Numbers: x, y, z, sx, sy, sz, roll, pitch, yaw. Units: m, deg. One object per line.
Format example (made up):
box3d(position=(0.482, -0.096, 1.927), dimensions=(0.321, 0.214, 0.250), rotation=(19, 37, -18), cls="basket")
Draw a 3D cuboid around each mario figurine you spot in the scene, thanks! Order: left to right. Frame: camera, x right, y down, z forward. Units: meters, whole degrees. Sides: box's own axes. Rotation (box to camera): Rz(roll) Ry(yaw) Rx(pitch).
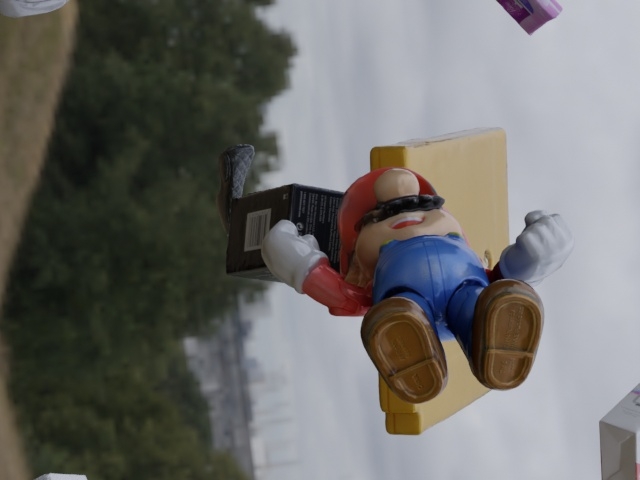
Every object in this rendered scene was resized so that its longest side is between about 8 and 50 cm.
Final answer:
box3d(position=(0.073, 0.008, 1.381), dimensions=(0.170, 0.198, 0.320), rotation=(-62, -165, 10), cls="mario figurine")

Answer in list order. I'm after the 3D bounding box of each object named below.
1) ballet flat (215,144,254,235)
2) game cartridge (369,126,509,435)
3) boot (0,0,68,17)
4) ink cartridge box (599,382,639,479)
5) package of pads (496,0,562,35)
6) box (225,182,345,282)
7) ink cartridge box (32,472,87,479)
box3d(position=(-0.120, -0.067, 2.452), dimensions=(0.173, 0.049, 0.057), rotation=(99, -29, -49), cls="ballet flat")
box3d(position=(0.128, 0.032, 1.784), dimensions=(0.324, 0.053, 0.285), rotation=(-15, 104, -65), cls="game cartridge")
box3d(position=(-0.192, -0.270, 1.402), dimensions=(0.123, 0.095, 0.258), rotation=(-45, -175, 34), cls="boot")
box3d(position=(0.497, 0.278, 2.596), dimensions=(0.067, 0.198, 0.115), rotation=(16, -55, 37), cls="ink cartridge box")
box3d(position=(0.237, -0.283, 2.022), dimensions=(0.050, 0.083, 0.032), rotation=(-34, -165, 48), cls="package of pads")
box3d(position=(0.000, 0.000, 1.906), dimensions=(0.156, 0.158, 0.093), rotation=(-10, -106, 62), cls="box")
box3d(position=(-0.327, 0.415, 2.021), dimensions=(0.237, 0.172, 0.100), rotation=(67, 15, 17), cls="ink cartridge box")
